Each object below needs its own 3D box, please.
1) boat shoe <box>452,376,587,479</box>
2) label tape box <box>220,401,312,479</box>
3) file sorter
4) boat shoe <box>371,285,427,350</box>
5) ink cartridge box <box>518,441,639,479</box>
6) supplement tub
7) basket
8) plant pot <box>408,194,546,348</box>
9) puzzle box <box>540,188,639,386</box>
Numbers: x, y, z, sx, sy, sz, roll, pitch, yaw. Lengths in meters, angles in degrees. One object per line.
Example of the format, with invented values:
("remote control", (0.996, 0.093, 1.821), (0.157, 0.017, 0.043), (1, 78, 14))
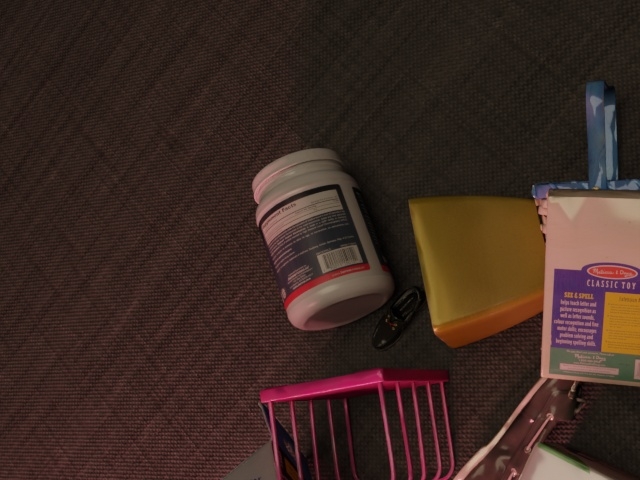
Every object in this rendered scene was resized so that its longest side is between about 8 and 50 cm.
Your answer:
("boat shoe", (0.336, 0.288, 1.429), (0.095, 0.112, 0.335), (41, 105, 19))
("label tape box", (-0.070, 0.466, 1.455), (0.115, 0.249, 0.348), (-19, 52, 5))
("file sorter", (0.073, 0.306, 1.454), (0.202, 0.290, 0.182), (-14, 77, 24))
("boat shoe", (0.129, 0.132, 1.599), (0.049, 0.042, 0.133), (43, 102, 25))
("ink cartridge box", (0.383, 0.360, 1.326), (0.154, 0.212, 0.093), (24, 88, 30))
("supplement tub", (0.000, 0.000, 1.606), (0.191, 0.191, 0.272), (-27, 69, 20))
("basket", (0.421, -0.088, 1.380), (0.201, 0.254, 0.289), (-5, 96, 24))
("plant pot", (0.264, 0.038, 1.465), (0.187, 0.212, 0.212), (-13, 74, 13))
("puzzle box", (0.503, 0.069, 1.242), (0.408, 0.052, 0.272), (4, 109, 16))
